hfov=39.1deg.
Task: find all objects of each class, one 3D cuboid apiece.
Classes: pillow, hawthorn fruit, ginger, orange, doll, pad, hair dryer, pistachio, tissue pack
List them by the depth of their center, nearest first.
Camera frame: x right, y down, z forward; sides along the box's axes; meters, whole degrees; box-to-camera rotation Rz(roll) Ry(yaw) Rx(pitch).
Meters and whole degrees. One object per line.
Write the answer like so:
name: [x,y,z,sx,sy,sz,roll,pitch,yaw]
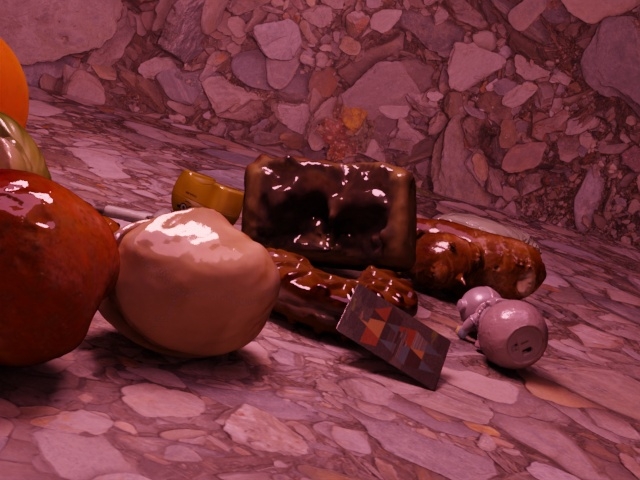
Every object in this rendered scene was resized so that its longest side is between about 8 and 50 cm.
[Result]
hawthorn fruit: [-0.433,0.018,1.225,0.276,0.298,0.277,-15,33,10]
pistachio: [-0.211,0.067,1.453,0.321,0.238,0.229,13,-22,-39]
pad: [0.138,0.175,1.664,0.211,0.003,0.143,31,41,-2]
orange: [-0.450,-0.012,1.840,0.085,0.085,0.085,15,13,-4]
doll: [0.377,0.173,1.928,0.150,0.151,0.287,13,10,-15]
hair dryer: [-0.417,-0.050,1.941,0.183,0.044,0.155,8,8,-3]
tissue pack: [-0.288,-0.094,2.267,0.178,0.127,0.123,26,9,35]
ginger: [0.389,0.068,2.307,0.418,0.176,0.254,18,27,-9]
pillow: [0.512,-0.003,2.812,0.309,0.138,0.283,21,13,31]

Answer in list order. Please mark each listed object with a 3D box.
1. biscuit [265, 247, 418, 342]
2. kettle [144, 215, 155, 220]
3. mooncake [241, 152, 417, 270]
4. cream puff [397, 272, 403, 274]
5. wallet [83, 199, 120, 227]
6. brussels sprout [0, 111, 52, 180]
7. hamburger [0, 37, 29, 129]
biscuit: [0.041,0.114,1.818,0.366,0.115,0.268,7,15,-31]
kettle: [-0.298,0.044,1.616,0.098,0.148,0.127,16,12,2]
mooncake: [0.019,-0.062,2.050,0.393,0.246,0.393,14,-15,-29]
cream puff: [0.192,0.059,2.362,0.083,0.083,0.058,0,-27,-19]
wallet: [-0.610,-0.085,1.995,0.377,0.051,0.197,28,18,37]
brussels sprout: [-0.575,-0.081,1.461,0.281,0.290,0.354,12,-15,-20]
hamburger: [-0.802,-0.297,1.889,0.277,0.396,0.395,23,15,31]
